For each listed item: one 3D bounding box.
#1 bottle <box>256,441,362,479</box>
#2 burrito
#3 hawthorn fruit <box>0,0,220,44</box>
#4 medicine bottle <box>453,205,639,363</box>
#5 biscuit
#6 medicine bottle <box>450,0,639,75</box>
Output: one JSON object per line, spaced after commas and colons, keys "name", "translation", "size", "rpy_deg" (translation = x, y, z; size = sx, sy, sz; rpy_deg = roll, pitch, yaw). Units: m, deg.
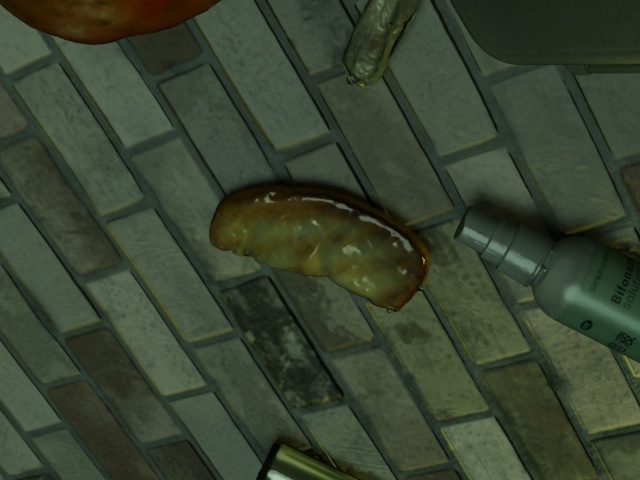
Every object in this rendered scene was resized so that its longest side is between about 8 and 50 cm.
{"name": "bottle", "translation": [0.028, 0.390, 1.903], "size": [0.253, 0.079, 0.096], "rpy_deg": [25, 167, 2]}
{"name": "burrito", "translation": [0.072, -0.246, 1.453], "size": [0.058, 0.045, 0.188], "rpy_deg": [46, 133, 18]}
{"name": "hawthorn fruit", "translation": [-0.222, -0.378, 1.278], "size": [0.402, 0.403, 0.403], "rpy_deg": [10, 127, 13]}
{"name": "medicine bottle", "translation": [0.328, 0.058, 1.532], "size": [0.352, 0.110, 0.110], "rpy_deg": [27, 129, 0]}
{"name": "biscuit", "translation": [-0.001, -0.004, 1.651], "size": [0.299, 0.045, 0.154], "rpy_deg": [20, 129, 7]}
{"name": "medicine bottle", "translation": [0.256, -0.288, 1.210], "size": [0.375, 0.123, 0.282], "rpy_deg": [9, 137, 54]}
